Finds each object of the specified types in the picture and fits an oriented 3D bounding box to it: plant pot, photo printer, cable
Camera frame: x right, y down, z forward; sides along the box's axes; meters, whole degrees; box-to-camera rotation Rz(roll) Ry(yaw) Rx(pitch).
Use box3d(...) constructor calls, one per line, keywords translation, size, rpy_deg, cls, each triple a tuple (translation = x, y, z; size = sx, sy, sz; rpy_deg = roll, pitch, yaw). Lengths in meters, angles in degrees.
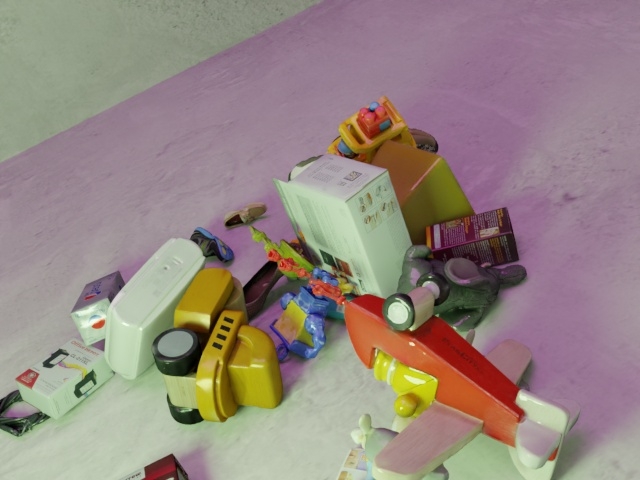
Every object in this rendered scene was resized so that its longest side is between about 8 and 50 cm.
box3d(translation=(0.201, -0.082, 1.964), size=(0.187, 0.212, 0.212), rpy_deg=(-46, 37, -13), cls="plant pot")
box3d(translation=(-0.375, 0.164, 1.880), size=(0.107, 0.308, 0.256), rpy_deg=(33, 54, 6), cls="photo printer")
box3d(translation=(-0.694, 0.383, 1.954), size=(0.184, 0.047, 0.150), rpy_deg=(7, 42, 40), cls="cable")

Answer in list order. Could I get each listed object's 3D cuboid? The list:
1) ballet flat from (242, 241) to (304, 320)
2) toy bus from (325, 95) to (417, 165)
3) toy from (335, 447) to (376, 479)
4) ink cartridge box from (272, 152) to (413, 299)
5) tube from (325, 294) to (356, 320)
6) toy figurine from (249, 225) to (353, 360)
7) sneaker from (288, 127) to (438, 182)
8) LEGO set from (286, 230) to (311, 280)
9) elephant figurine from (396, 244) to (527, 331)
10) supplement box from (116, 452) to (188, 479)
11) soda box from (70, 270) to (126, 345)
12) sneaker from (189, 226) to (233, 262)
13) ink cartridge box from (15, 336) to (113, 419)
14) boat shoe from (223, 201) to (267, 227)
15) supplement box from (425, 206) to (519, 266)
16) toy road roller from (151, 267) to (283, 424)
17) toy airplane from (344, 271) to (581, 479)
box3d(translation=(-0.139, 0.098, 1.978), size=(0.250, 0.058, 0.084), rpy_deg=(-45, 49, -5), cls="ballet flat")
box3d(translation=(0.113, -0.251, 2.062), size=(0.220, 0.211, 0.149), rpy_deg=(-31, 66, -1), cls="toy bus")
box3d(translation=(0.060, 0.437, 1.396), size=(0.136, 0.056, 0.237), rpy_deg=(-1, 37, 31), cls="toy")
box3d(translation=(0.061, -0.024, 1.845), size=(0.130, 0.310, 0.271), rpy_deg=(-37, 35, -23), cls="ink cartridge box")
box3d(translation=(0.024, 0.143, 1.872), size=(0.080, 0.052, 0.207), rpy_deg=(-41, 31, -28), cls="tube")
box3d(translation=(-0.071, 0.145, 1.800), size=(0.362, 0.191, 0.217), rpy_deg=(38, 103, 53), cls="toy figurine")
box3d(translation=(0.126, -0.154, 2.202), size=(0.410, 0.158, 0.182), rpy_deg=(-21, 52, 7), cls="sneaker")
box3d(translation=(0.000, 0.000, 2.061), size=(0.093, 0.087, 0.227), rpy_deg=(4, 42, 37), cls="LEGO set")
box3d(translation=(0.284, 0.095, 1.696), size=(0.239, 0.169, 0.186), rpy_deg=(9, 70, 18), cls="elephant figurine")
box3d(translation=(-0.292, 0.506, 1.494), size=(0.130, 0.073, 0.239), rpy_deg=(-26, 31, -4), cls="supplement box")
box3d(translation=(-0.538, 0.162, 2.072), size=(0.098, 0.091, 0.286), rpy_deg=(-24, 14, -4), cls="soda box")
box3d(translation=(-0.297, 0.025, 2.245), size=(0.078, 0.067, 0.188), rpy_deg=(-54, 40, -8), cls="sneaker")
box3d(translation=(-0.588, 0.313, 1.928), size=(0.127, 0.072, 0.175), rpy_deg=(17, 40, 33), cls="ink cartridge box")
box3d(translation=(-0.210, -0.066, 2.332), size=(0.135, 0.050, 0.045), rpy_deg=(-21, 33, 22), cls="boat shoe")
box3d(translation=(0.333, 0.006, 1.849), size=(0.188, 0.081, 0.104), rpy_deg=(-14, 33, 14), cls="supplement box")
box3d(translation=(-0.183, 0.228, 1.742), size=(0.240, 0.203, 0.330), rpy_deg=(4, 39, 13), cls="toy road roller")
box3d(translation=(0.224, 0.272, 1.388), size=(0.386, 0.272, 0.384), rpy_deg=(16, 35, -21), cls="toy airplane")
